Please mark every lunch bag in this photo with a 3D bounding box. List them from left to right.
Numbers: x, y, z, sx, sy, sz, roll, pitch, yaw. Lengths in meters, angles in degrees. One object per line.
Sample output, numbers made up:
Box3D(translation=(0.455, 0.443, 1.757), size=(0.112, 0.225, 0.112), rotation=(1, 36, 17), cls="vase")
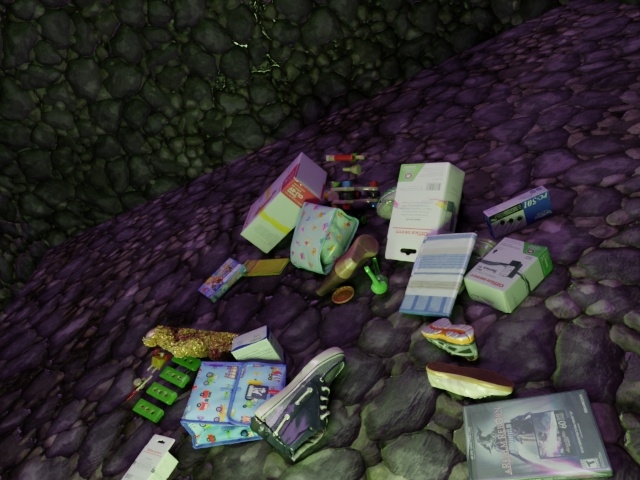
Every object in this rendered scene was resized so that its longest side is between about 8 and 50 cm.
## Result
Box3D(translation=(-0.226, 0.477, 1.519), size=(0.294, 0.138, 0.220), rotation=(-6, 35, 10), cls="lunch bag")
Box3D(translation=(0.000, 0.000, 2.029), size=(0.224, 0.160, 0.262), rotation=(14, 82, 50), cls="lunch bag")

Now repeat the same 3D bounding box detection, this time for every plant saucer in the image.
Box3D(translation=(0.081, 0.192, 1.805), size=(0.084, 0.013, 0.083), rotation=(-21, 29, 12), cls="plant saucer")

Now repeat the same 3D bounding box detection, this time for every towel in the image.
Box3D(translation=(-0.248, 0.112, 2.200), size=(0.237, 0.021, 0.102), rotation=(-4, 37, 35), cls="towel")
Box3D(translation=(0.360, 0.103, 1.576), size=(0.209, 0.034, 0.284), rotation=(-6, 54, 53), cls="towel")

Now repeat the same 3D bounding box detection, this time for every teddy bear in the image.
Box3D(translation=(-0.440, 0.362, 1.779), size=(0.339, 0.112, 0.245), rotation=(9, -11, -11), cls="teddy bear")

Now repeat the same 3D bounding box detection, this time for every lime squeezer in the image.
Box3D(translation=(0.186, 0.126, 1.746), size=(0.059, 0.110, 0.310), rotation=(-40, -4, 11), cls="lime squeezer")

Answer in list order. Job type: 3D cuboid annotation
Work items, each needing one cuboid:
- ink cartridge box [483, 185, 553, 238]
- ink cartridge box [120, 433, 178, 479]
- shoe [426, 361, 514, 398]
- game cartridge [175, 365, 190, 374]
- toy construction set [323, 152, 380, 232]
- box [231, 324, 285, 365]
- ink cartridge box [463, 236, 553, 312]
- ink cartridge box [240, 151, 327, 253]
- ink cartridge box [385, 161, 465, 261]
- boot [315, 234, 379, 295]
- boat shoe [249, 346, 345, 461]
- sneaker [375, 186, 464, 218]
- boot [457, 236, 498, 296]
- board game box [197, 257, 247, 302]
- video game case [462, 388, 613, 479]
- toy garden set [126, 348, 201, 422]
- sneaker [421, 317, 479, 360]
Box3D(translation=(0.654, -0.092, 1.700), size=(0.207, 0.097, 0.046), rotation=(-24, 29, 5), cls="ink cartridge box")
Box3D(translation=(-0.487, 0.659, 1.477), size=(0.104, 0.060, 0.180), rotation=(-4, 37, 36), cls="ink cartridge box")
Box3D(translation=(0.368, 0.353, 1.276), size=(0.219, 0.058, 0.077), rotation=(4, 11, 38), cls="shoe")
Box3D(translation=(-0.493, 0.462, 1.846), size=(0.083, 0.017, 0.056), rotation=(-41, 35, -23), cls="game cartridge")
Box3D(translation=(0.087, -0.225, 2.171), size=(0.237, 0.308, 0.257), rotation=(8, 36, 39), cls="toy construction set")
Box3D(translation=(-0.196, 0.358, 1.640), size=(0.126, 0.137, 0.072), rotation=(-22, 29, 9), cls="box")
Box3D(translation=(0.545, 0.096, 1.498), size=(0.208, 0.086, 0.153), rotation=(-40, 31, -20), cls="ink cartridge box")
Box3D(translation=(-0.162, -0.165, 2.278), size=(0.385, 0.160, 0.279), rotation=(-43, 20, 27), cls="ink cartridge box")
Box3D(translation=(0.366, -0.088, 1.814), size=(0.207, 0.119, 0.353), rotation=(6, 81, 45), cls="ink cartridge box")
Box3D(translation=(0.094, 0.086, 1.845), size=(0.207, 0.090, 0.248), rotation=(-45, -5, 36), cls="boot")
Box3D(translation=(-0.015, 0.444, 1.402), size=(0.158, 0.127, 0.341), rotation=(34, 55, 31), cls="boat shoe")
Box3D(translation=(0.366, -0.134, 1.971), size=(0.344, 0.134, 0.146), rotation=(-7, 36, 32), cls="sneaker")
Box3D(translation=(0.448, 0.082, 1.626), size=(0.208, 0.076, 0.190), rotation=(-52, 8, -8), cls="boot")
Box3D(translation=(-0.422, 0.169, 2.210), size=(0.201, 0.035, 0.136), rotation=(-46, 33, -16), cls="board game box")
Box3D(translation=(0.453, 0.426, 1.112), size=(0.275, 0.026, 0.196), rotation=(-15, 31, 20), cls="video game case")
Box3D(translation=(-0.554, 0.493, 1.783), size=(0.204, 0.049, 0.244), rotation=(13, 52, 32), cls="toy garden set")
Box3D(translation=(0.349, 0.271, 1.397), size=(0.084, 0.083, 0.215), rotation=(-30, 11, -14), cls="sneaker")
